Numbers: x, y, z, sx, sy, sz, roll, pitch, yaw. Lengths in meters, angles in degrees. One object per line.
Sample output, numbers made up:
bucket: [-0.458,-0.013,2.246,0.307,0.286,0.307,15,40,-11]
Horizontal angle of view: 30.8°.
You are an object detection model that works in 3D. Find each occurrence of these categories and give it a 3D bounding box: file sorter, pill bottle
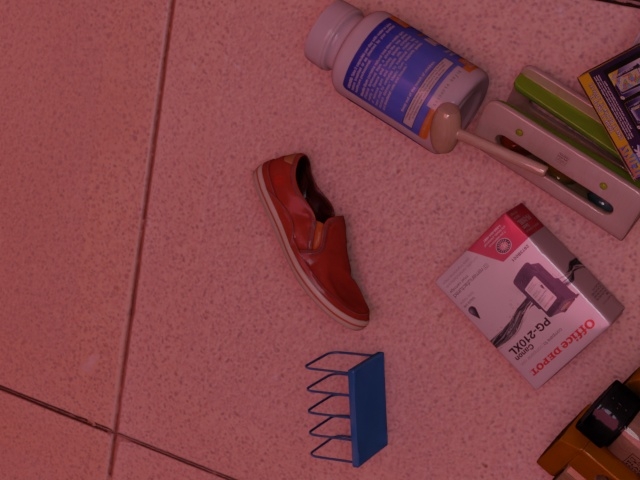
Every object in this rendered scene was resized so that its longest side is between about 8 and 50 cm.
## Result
file sorter: [0.043,0.285,2.003,0.105,0.118,0.170,2,102,29]
pill bottle: [0.115,-0.266,1.833,0.272,0.152,0.152,35,113,15]

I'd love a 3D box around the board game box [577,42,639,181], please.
board game box: [0.456,-0.186,1.595,0.141,0.048,0.170,-26,96,39]

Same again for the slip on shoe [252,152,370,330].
slip on shoe: [0.000,0.000,1.967,0.101,0.123,0.331,-30,82,23]

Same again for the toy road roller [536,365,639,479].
toy road roller: [0.503,0.297,1.769,0.202,0.240,0.329,41,152,12]

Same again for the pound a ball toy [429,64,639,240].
pound a ball toy: [0.331,-0.116,1.730,0.319,0.208,0.135,34,141,14]

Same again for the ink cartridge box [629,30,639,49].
ink cartridge box: [0.583,-0.210,1.617,0.306,0.131,0.226,34,124,16]

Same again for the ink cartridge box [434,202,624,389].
ink cartridge box: [0.329,0.088,1.832,0.237,0.100,0.172,47,116,10]
